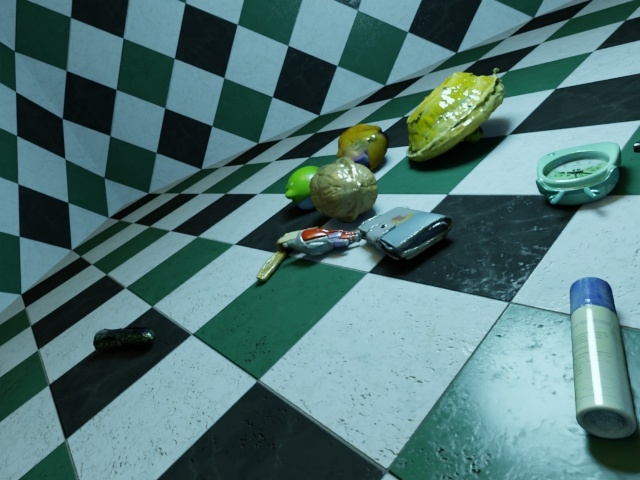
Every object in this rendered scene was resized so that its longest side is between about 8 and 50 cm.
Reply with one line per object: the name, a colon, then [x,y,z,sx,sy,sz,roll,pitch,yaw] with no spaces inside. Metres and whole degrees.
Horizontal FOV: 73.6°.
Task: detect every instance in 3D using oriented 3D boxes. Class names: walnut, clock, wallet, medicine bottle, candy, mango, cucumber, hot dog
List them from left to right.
cucumber: [-0.549,0.278,1.220,0.245,0.067,0.067,-10,29,28]
hot dog: [-0.144,0.073,1.249,0.043,0.028,0.137,14,43,19]
walnut: [0.069,-0.153,1.294,0.198,0.198,0.245,-34,15,-14]
mango: [0.157,-0.355,1.636,0.201,0.153,0.287,-9,25,4]
wallet: [0.198,-0.023,1.052,0.170,0.070,0.231,-27,18,-11]
candy: [0.447,-0.325,1.431,0.193,0.058,0.062,-25,-18,25]
clock: [0.546,-0.133,0.915,0.159,0.066,0.211,-5,32,40]
medicine bottle: [0.365,0.141,0.564,0.059,0.059,0.231,-10,29,34]

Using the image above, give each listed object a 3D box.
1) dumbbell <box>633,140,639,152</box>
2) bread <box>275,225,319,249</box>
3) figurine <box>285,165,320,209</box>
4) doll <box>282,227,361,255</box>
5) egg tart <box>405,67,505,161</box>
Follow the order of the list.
dumbbell: [0.719,-0.169,0.716,0.143,0.143,0.325,-41,28,-28]
bread: [-0.063,-0.006,1.307,0.129,0.044,0.126,-16,14,22]
figurine: [0.002,-0.202,1.530,0.263,0.143,0.162,-13,31,4]
doll: [0.000,0.000,1.192,0.227,0.075,0.102,-8,14,16]
egg tart: [0.416,-0.418,1.406,0.388,0.169,0.388,-42,9,9]
